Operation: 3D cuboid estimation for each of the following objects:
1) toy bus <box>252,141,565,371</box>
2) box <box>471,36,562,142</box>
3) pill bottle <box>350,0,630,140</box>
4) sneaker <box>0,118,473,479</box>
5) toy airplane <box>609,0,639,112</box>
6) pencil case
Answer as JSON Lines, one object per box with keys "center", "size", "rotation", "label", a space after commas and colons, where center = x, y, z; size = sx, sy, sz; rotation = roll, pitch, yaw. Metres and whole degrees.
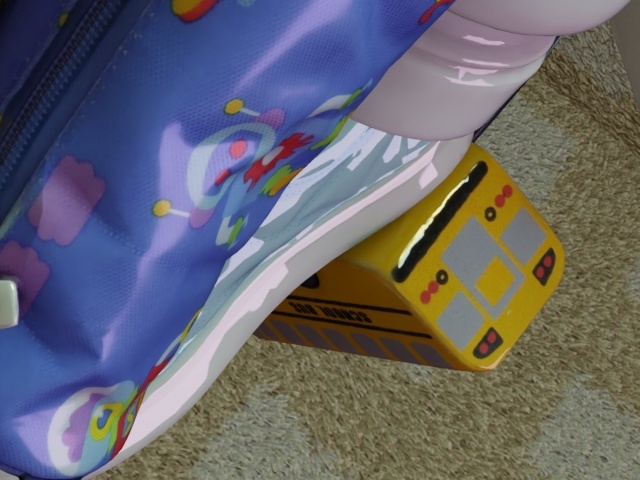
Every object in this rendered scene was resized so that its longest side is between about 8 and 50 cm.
{"center": [0.000, 0.000, 0.994], "size": [0.108, 0.130, 0.332], "rotation": [-52, -155, -20], "label": "toy bus"}
{"center": [0.074, -0.150, 1.057], "size": [0.093, 0.158, 0.156], "rotation": [-50, 179, -36], "label": "box"}
{"center": [0.086, -0.177, 0.541], "size": [0.283, 0.160, 0.160], "rotation": [-52, 178, 38], "label": "pill bottle"}
{"center": [-0.083, -0.021, 0.801], "size": [0.366, 0.135, 0.150], "rotation": [-42, 139, -12], "label": "sneaker"}
{"center": [0.288, -0.202, 0.712], "size": [0.272, 0.384, 0.386], "rotation": [-13, 124, -21], "label": "toy airplane"}
{"center": [-0.037, -0.062, 0.442], "size": [0.306, 0.119, 0.133], "rotation": [-51, 171, 21], "label": "pencil case"}
